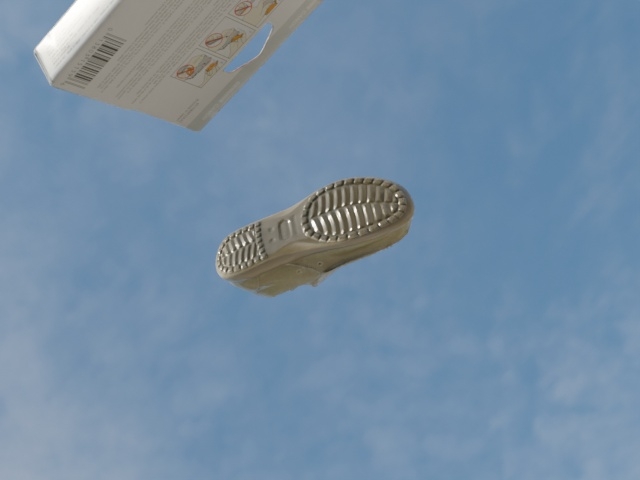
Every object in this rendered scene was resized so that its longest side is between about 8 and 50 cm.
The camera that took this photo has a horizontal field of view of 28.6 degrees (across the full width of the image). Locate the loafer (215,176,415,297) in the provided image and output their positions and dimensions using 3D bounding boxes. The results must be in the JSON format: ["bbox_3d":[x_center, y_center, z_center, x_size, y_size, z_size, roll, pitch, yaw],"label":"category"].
[{"bbox_3d":[0.000,0.000,1.591,0.268,0.102,0.092,-17,-37,18],"label":"loafer"}]

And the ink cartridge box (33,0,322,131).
[{"bbox_3d":[-0.141,-0.254,1.394,0.275,0.060,0.239,-43,-30,22],"label":"ink cartridge box"}]
